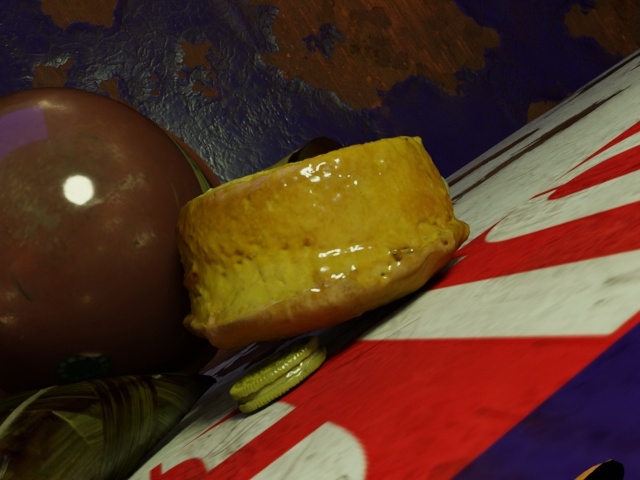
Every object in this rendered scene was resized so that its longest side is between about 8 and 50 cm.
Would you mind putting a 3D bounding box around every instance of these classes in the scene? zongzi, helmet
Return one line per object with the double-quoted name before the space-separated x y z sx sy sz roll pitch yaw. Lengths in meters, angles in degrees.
"zongzi" -0.177 0.161 0.549 0.241 0.111 0.248 -21 3 -20
"helmet" -0.260 -0.024 0.685 0.337 0.385 0.230 -24 -18 -8

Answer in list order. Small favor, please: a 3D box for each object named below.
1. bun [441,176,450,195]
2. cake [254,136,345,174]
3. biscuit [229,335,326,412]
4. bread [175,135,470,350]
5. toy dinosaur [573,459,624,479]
"bun" 0.162 -0.055 1.114 0.115 0.069 0.115 -43 16 16
"cake" -0.028 -0.011 0.862 0.178 0.208 0.185 -22 49 31
"biscuit" -0.033 0.104 0.544 0.084 0.023 0.084 -33 0 0
"bread" 0.000 0.000 0.600 0.268 0.145 0.268 -18 2 1
"toy dinosaur" 0.016 0.053 0.047 0.117 0.070 0.288 -22 0 -20
